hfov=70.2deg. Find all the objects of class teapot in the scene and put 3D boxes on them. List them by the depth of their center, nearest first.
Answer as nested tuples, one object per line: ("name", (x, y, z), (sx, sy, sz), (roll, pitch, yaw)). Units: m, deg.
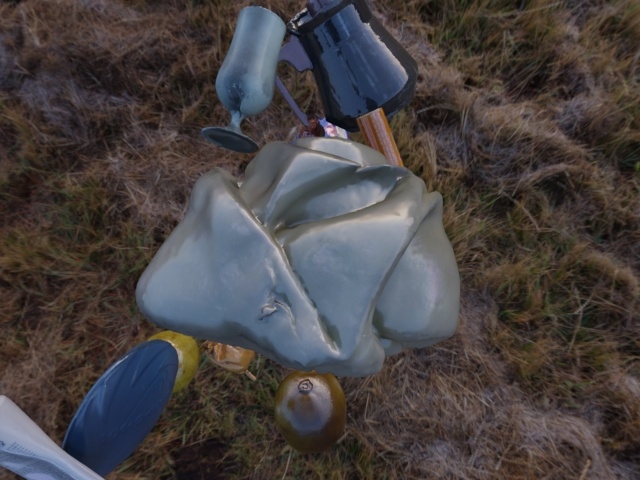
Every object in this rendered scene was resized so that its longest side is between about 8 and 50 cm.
("teapot", (0.054, -0.501, 1.285), (0.375, 0.306, 0.362), (-34, 116, 4))

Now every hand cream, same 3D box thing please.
("hand cream", (-0.422, 0.346, 0.704), (0.121, 0.076, 0.336), (-22, 119, 23))

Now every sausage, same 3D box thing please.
("sausage", (0.163, -0.207, 1.135), (0.071, 0.071, 0.235), (-22, 103, 7))
("sausage", (-0.028, -0.316, 1.383), (0.076, 0.141, 0.076), (6, 129, 7))

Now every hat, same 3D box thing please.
("hat", (-0.320, 0.444, 1.737), (0.233, 0.244, 0.233), (-39, 87, 0))

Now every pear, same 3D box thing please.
("pear", (-0.505, 0.407, 1.510), (0.208, 0.209, 0.209), (-1, 85, 9))

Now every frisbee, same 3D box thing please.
("frisbee", (-0.359, 0.330, 0.872), (0.049, 0.289, 0.290), (22, 89, 16))

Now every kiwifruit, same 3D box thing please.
("kiwifruit", (-0.027, 0.436, 1.185), (0.195, 0.234, 0.196), (-7, 45, 7))

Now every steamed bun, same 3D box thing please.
("steamed bun", (0.000, 0.000, 0.571), (0.367, 0.342, 0.256), (15, 98, 19))

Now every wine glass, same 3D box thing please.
("wine glass", (-0.129, -0.279, 0.795), (0.103, 0.103, 0.231), (11, 83, 10))

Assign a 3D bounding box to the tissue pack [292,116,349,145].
("tissue pack", (0.004, -0.261, 1.566), (0.209, 0.137, 0.270), (-27, 58, 37))
